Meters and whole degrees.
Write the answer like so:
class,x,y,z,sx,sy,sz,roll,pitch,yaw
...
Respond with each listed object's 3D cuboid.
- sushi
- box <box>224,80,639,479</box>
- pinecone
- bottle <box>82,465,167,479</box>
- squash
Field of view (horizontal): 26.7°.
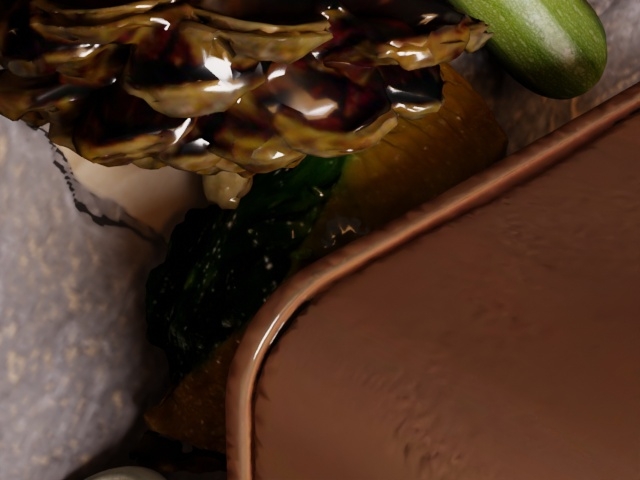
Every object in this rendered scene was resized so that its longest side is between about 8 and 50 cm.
class,x,y,z,sx,sy,sz,roll,pitch,yaw
sushi,0.001,0.000,0.694,0.287,0.140,0.149,-68,161,-5
box,0.157,0.104,0.624,0.339,0.229,0.239,-29,134,-38
pinecone,-0.052,-0.138,0.572,0.243,0.243,0.257,-41,118,-21
bottle,-0.062,0.232,0.704,0.110,0.110,0.233,-44,119,-19
squash,0.088,-0.162,0.758,0.229,0.066,0.066,42,76,-32
